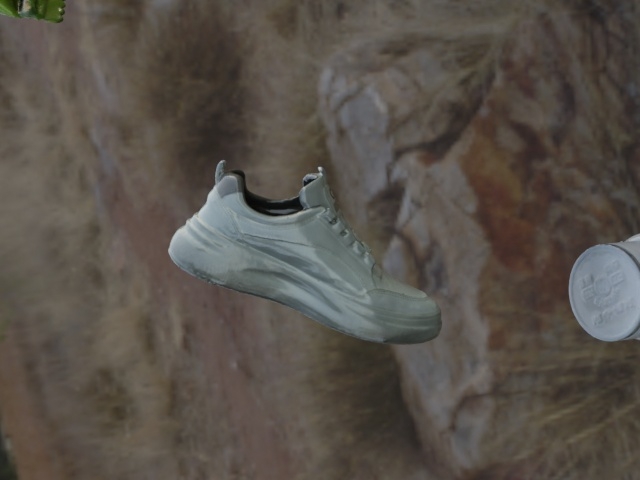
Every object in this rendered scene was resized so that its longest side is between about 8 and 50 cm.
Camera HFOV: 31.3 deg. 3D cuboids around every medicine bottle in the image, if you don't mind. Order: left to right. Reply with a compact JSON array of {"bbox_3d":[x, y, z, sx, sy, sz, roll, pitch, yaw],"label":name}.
[{"bbox_3d":[0.451,0.056,1.467,0.143,0.258,0.143,5,97,54],"label":"medicine bottle"}]

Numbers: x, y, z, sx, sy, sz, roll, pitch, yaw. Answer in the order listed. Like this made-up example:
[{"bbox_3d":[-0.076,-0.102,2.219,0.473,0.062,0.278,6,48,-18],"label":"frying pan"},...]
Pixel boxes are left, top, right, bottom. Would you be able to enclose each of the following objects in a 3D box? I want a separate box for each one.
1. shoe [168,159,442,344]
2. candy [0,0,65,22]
[{"bbox_3d":[0.000,0.000,1.265,0.124,0.316,0.159,-98,25,-75],"label":"shoe"},{"bbox_3d":[-0.305,-0.227,0.850,0.069,0.246,0.149,-55,31,39],"label":"candy"}]
